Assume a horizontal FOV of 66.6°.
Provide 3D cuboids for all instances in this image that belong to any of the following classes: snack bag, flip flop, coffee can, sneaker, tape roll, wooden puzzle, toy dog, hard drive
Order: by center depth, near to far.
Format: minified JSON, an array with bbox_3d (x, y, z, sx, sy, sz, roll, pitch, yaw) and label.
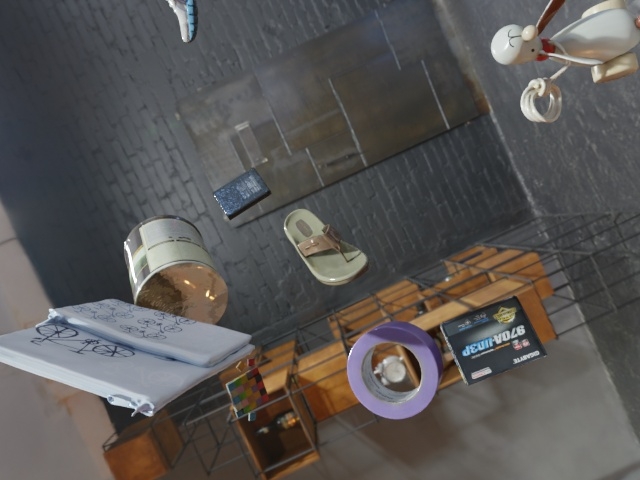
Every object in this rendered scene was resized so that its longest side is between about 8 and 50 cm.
[{"bbox_3d":[-0.097,0.201,0.648,0.006,0.049,0.083,-3,107,53],"label":"wooden puzzle"},{"bbox_3d":[-0.315,0.165,0.794,0.342,0.323,0.037,-7,-71,-75],"label":"snack bag"},{"bbox_3d":[-0.269,-0.459,0.883,0.071,0.083,0.190,-110,16,-59],"label":"sneaker"},{"bbox_3d":[0.515,-0.393,0.938,0.220,0.334,0.161,59,160,-2],"label":"toy dog"},{"bbox_3d":[0.157,0.268,1.024,0.189,0.189,0.080,65,-162,9],"label":"tape roll"},{"bbox_3d":[0.000,0.000,1.069,0.277,0.112,0.080,47,166,43],"label":"flip flop"},{"bbox_3d":[-0.354,0.080,1.173,0.275,0.202,0.201,45,163,55],"label":"coffee can"},{"bbox_3d":[-0.214,-0.128,1.322,0.094,0.135,0.022,54,173,19],"label":"hard drive"}]

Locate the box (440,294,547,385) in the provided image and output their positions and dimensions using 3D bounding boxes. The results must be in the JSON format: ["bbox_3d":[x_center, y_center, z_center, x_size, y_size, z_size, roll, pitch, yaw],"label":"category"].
[{"bbox_3d":[0.456,0.267,1.303,0.051,0.220,0.175,63,-174,-68],"label":"box"}]
